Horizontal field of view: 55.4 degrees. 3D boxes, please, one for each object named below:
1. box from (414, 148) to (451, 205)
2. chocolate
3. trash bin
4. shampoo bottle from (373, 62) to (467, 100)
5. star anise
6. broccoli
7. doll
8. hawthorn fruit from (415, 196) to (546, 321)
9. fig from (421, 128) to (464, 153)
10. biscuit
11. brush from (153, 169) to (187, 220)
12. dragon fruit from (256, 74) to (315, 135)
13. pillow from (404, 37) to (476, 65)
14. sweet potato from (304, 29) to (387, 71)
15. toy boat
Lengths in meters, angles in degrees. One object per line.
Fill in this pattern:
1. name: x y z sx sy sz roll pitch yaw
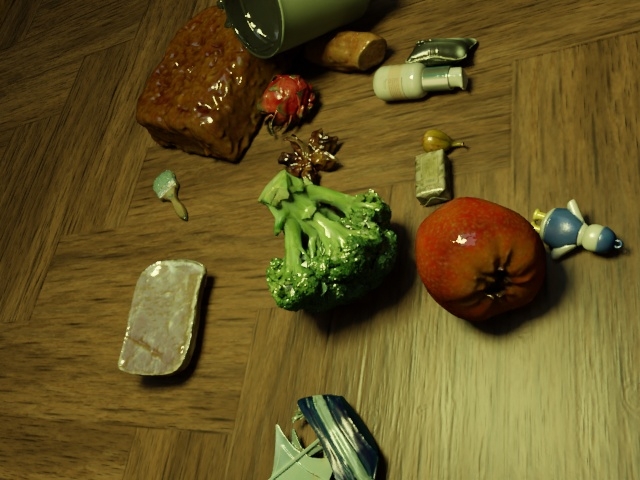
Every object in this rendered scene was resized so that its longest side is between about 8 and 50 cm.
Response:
1. box: 0.209 -0.117 1.141 0.062 0.045 0.098 -11 57 28
2. chocolate: -0.319 0.169 1.293 0.157 0.080 0.254 -2 63 15
3. trash bin: -0.053 -0.549 1.341 0.263 0.217 0.277 -33 31 -29
4. shampoo bottle: 0.204 -0.329 1.249 0.192 0.074 0.074 3 65 33
5. star anise: -0.027 -0.174 1.322 0.168 0.057 0.167 -9 67 22
6. broccoli: 0.000 0.000 1.065 0.270 0.270 0.270 -36 21 16
7. doll: 0.397 -0.012 0.951 0.143 0.058 0.098 19 96 38
8. hawthorn fruit: 0.235 0.013 0.965 0.196 0.196 0.225 -38 33 8
9. fig: 0.235 -0.186 1.166 0.083 0.050 0.050 10 69 26
10. biscuit: -0.267 -0.410 1.544 0.343 0.166 0.395 15 74 40
11. brush: -0.369 -0.107 1.529 0.070 0.021 0.196 -42 51 4
12. dragon fruit: -0.079 -0.320 1.409 0.142 0.130 0.121 -28 85 15
13. pillow: 0.250 -0.392 1.270 0.136 0.091 0.055 9 107 31
14. sweet potato: 0.046 -0.434 1.406 0.252 0.097 0.097 14 72 45
15. toy boat: -0.038 0.367 1.003 0.292 0.070 0.210 -24 51 23
